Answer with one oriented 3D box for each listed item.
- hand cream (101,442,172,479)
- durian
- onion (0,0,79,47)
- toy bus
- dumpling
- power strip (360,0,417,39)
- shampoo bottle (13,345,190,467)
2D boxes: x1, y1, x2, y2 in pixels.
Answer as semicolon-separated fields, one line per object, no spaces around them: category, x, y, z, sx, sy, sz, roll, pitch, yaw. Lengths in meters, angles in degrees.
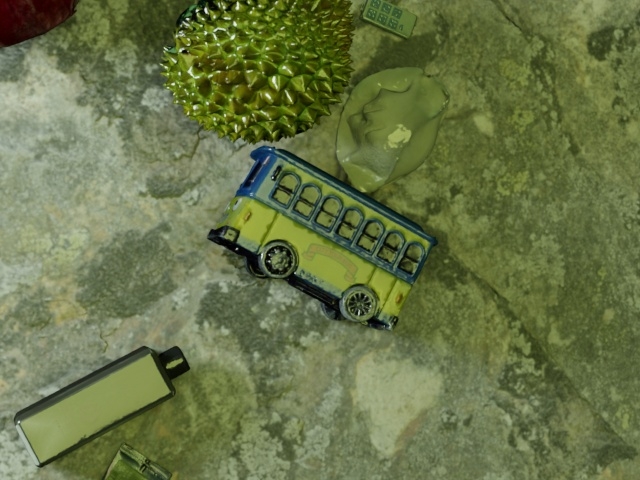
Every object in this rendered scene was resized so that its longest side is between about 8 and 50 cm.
hand cream;-0.305;0.405;1.701;0.086;0.055;0.235;36;73;-13
durian;-0.073;-0.248;1.667;0.291;0.291;0.224;-30;98;-13
onion;-0.431;-0.384;1.621;0.246;0.190;0.246;3;70;-9
toy bus;0.000;0.000;1.741;0.288;0.138;0.175;29;82;-12
dumpling;0.095;-0.169;1.795;0.181;0.111;0.155;-35;66;-19
power strip;0.103;-0.337;1.841;0.090;0.016;0.040;22;83;-12
shampoo bottle;-0.298;0.220;1.688;0.246;0.079;0.080;-28;95;-14
